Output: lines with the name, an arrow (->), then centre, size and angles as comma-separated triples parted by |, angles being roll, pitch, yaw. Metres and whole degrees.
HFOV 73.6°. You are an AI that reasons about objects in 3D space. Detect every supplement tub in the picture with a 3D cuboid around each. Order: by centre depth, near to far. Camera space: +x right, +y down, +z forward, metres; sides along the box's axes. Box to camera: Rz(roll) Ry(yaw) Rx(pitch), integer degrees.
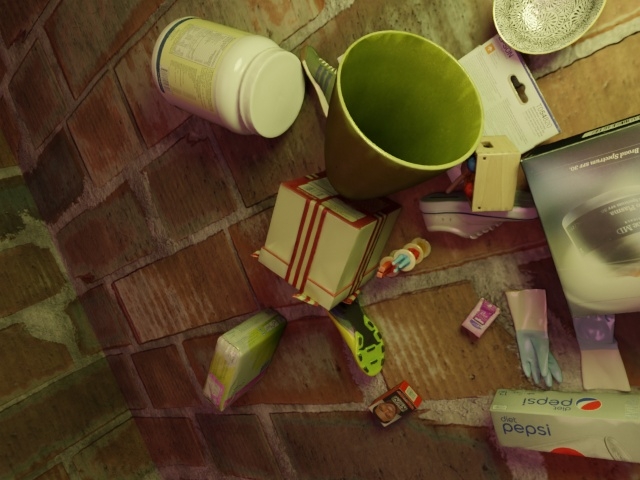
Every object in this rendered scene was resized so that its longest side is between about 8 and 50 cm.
supplement tub -> -0.226, -0.401, 1.061 | 0.325, 0.235, 0.235 | 27, 120, 24

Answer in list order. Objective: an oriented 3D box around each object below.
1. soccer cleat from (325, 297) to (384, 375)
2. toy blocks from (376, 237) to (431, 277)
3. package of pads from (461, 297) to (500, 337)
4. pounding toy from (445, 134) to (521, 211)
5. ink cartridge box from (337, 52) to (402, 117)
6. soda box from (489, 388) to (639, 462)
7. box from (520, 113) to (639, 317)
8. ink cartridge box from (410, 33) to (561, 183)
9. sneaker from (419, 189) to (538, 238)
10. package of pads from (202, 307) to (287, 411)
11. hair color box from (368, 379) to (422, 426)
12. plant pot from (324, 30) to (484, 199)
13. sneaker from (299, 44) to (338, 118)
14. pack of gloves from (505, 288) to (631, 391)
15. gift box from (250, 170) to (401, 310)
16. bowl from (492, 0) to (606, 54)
soccer cleat -> 0.088, 0.236, 1.181 | 0.288, 0.094, 0.121 | 64, 159, -6
toy blocks -> 0.179, 0.052, 0.995 | 0.123, 0.148, 0.054 | -34, 85, 38
package of pads -> 0.368, 0.178, 0.982 | 0.050, 0.032, 0.083 | 35, 123, 17
pounding toy -> 0.301, -0.124, 0.812 | 0.101, 0.141, 0.130 | 0, 119, 9
ink cartridge box -> 0.117, -0.360, 0.945 | 0.109, 0.063, 0.150 | -20, 95, 38
soda box -> 0.523, 0.387, 0.909 | 0.287, 0.091, 0.097 | -12, 100, 37
box -> 0.533, -0.053, 0.691 | 0.297, 0.183, 0.293 | -17, 97, 38
ink cartridge box -> 0.318, -0.254, 0.852 | 0.224, 0.045, 0.223 | -27, 91, 38
sneaker -> 0.331, -0.052, 0.892 | 0.258, 0.094, 0.091 | 8, 124, 48
package of pads -> -0.246, 0.376, 1.357 | 0.101, 0.229, 0.296 | 35, 122, 20
hair color box -> 0.206, 0.453, 1.186 | 0.072, 0.043, 0.141 | 48, 127, 11
plant pot -> 0.118, -0.197, 0.854 | 0.274, 0.275, 0.293 | 55, 156, 6
sneaker -> 0.027, -0.381, 1.007 | 0.086, 0.064, 0.192 | -21, 94, 30
pack of gloves -> 0.507, 0.214, 0.889 | 0.195, 0.046, 0.231 | -10, 101, 38
gift box -> 0.000, 0.000, 1.030 | 0.255, 0.276, 0.258 | 35, 124, 27
bowl -> 0.391, -0.405, 0.727 | 0.170, 0.080, 0.169 | 12, 112, 31
